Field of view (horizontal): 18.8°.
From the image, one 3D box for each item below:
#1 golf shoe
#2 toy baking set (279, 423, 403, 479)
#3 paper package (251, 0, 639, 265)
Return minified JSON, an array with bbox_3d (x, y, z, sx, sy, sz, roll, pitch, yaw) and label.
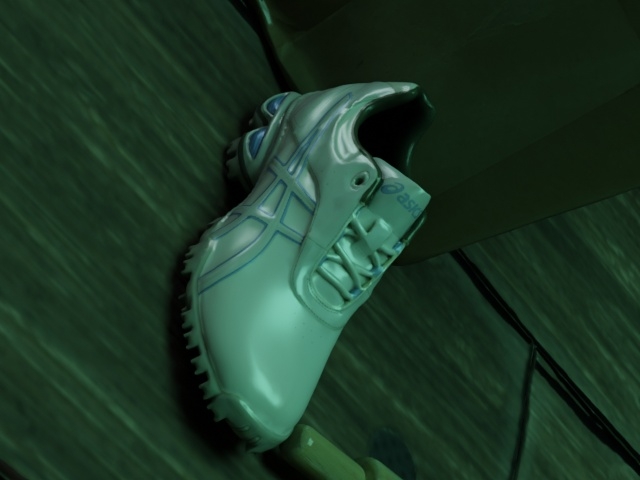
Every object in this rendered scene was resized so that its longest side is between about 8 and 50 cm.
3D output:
[{"bbox_3d":[0.000,0.000,0.763,0.069,0.086,0.176,45,41,-36],"label":"golf shoe"},{"bbox_3d":[0.038,0.195,0.765,0.256,0.030,0.197,38,47,-39],"label":"toy baking set"},{"bbox_3d":[0.188,-0.139,0.898,0.309,0.325,0.168,-29,98,-58],"label":"paper package"}]
